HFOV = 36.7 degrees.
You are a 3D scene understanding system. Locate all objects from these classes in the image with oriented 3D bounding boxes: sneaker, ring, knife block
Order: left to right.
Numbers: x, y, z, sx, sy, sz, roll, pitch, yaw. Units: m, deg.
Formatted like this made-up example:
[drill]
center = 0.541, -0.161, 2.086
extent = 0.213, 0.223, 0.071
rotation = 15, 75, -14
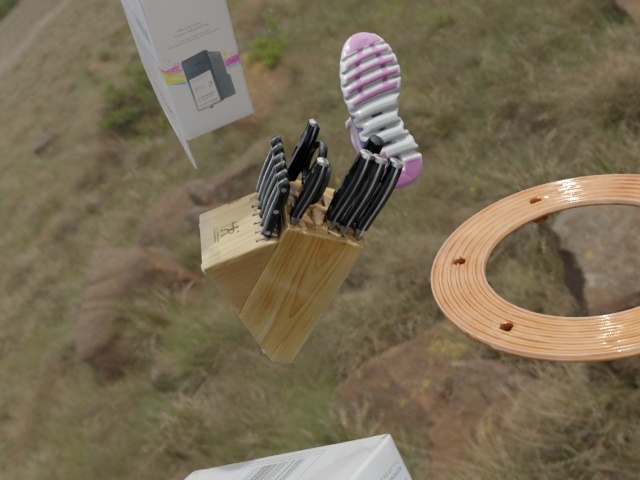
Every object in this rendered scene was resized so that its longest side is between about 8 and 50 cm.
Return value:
[knife block]
center = 0.000, 0.000, 1.075
extent = 0.242, 0.276, 0.088
rotation = -20, 45, 10
[sneaker]
center = 0.075, -0.192, 1.452
extent = 0.095, 0.237, 0.104
rotation = -19, 13, -14
[ring]
center = 0.283, 0.025, 1.015
extent = 0.336, 0.032, 0.337
rotation = -13, 28, 7

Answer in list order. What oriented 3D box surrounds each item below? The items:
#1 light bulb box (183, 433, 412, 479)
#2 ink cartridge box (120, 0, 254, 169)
[light bulb box]
center = -0.025, 0.463, 1.142
extent = 0.357, 0.361, 0.225
rotation = -19, 9, 38
[ink cartridge box]
center = -0.204, -0.298, 1.422
extent = 0.119, 0.354, 0.207
rotation = -25, 54, -10
